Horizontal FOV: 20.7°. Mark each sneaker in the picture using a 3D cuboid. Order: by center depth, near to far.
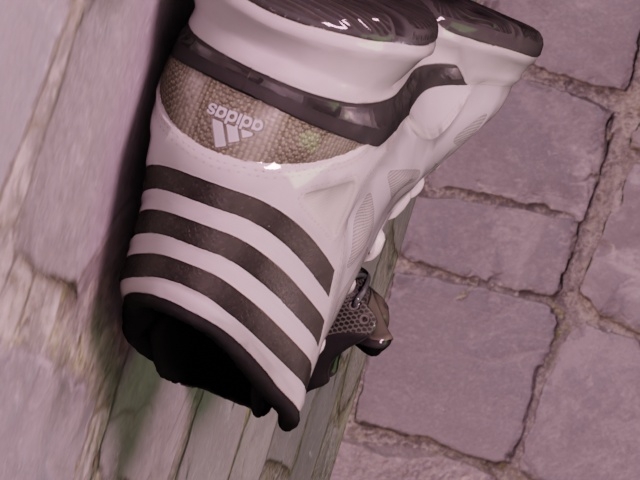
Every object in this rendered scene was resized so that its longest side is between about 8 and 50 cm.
[{"bbox_3d":[-0.012,-0.041,1.043,0.257,0.169,0.447,-67,167,14],"label":"sneaker"},{"bbox_3d":[0.000,0.000,1.193,0.087,0.130,0.227,-12,115,-83],"label":"sneaker"}]
